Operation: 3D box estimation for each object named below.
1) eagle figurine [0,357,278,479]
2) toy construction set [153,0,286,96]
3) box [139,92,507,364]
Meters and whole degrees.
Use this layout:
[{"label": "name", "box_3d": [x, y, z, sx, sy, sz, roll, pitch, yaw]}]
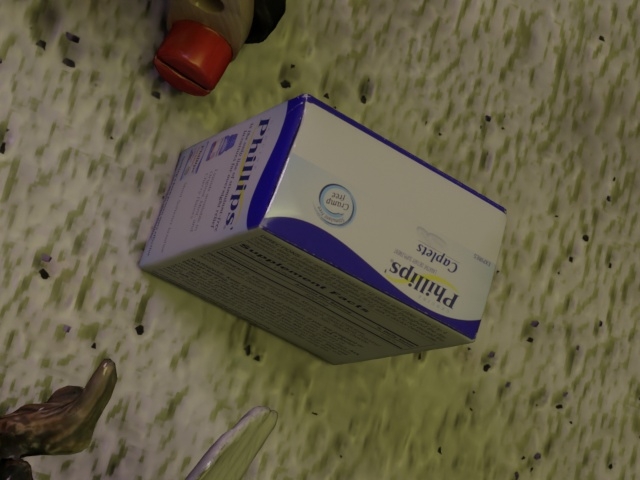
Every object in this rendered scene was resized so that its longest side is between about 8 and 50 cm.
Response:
[{"label": "eagle figurine", "box_3d": [-0.123, 0.214, 0.667, 0.226, 0.225, 0.298, -3, 73, -45]}, {"label": "toy construction set", "box_3d": [-0.102, -0.176, 0.702, 0.309, 0.237, 0.257, -37, 101, -29]}, {"label": "box", "box_3d": [0.000, 0.000, 0.792, 0.126, 0.137, 0.072, 28, 69, -24]}]
